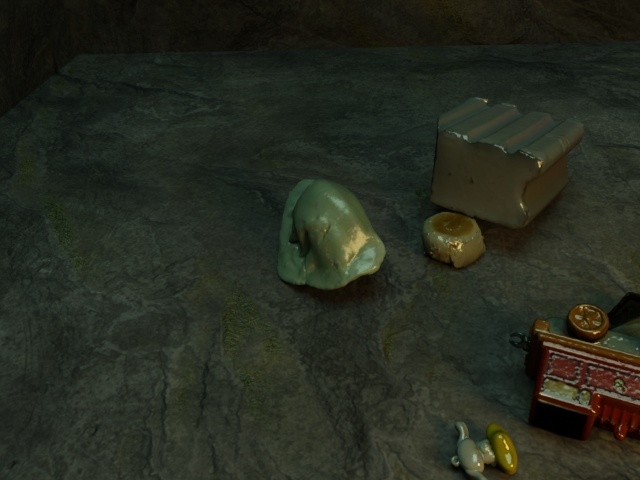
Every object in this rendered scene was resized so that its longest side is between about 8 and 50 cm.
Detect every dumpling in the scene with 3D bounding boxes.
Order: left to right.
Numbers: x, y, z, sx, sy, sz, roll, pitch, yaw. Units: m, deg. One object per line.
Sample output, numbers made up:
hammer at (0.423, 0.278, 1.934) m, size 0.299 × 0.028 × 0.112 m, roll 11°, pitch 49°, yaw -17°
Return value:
dumpling at (0.028, -0.010, 1.565) m, size 0.212 × 0.269 × 0.320 m, roll 12°, pitch 8°, yaw -14°

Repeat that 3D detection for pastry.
pastry at (0.336, -0.005, 1.599) m, size 0.166 × 0.088 × 0.165 m, roll -4°, pitch 38°, yaw 3°

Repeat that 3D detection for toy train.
toy train at (0.527, 0.258, 1.156) m, size 0.369 × 0.163 × 0.231 m, roll 13°, pitch 52°, yaw 23°

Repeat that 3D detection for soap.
soap at (0.488, -0.226, 1.713) m, size 0.351 × 0.212 × 0.435 m, roll 21°, pitch 30°, yaw 25°

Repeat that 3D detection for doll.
doll at (0.286, 0.378, 1.097) m, size 0.113 × 0.071 × 0.135 m, roll -1°, pitch 40°, yaw 19°

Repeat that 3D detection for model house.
model house at (0.683, 0.185, 1.303) m, size 0.165 × 0.106 × 0.152 m, roll 42°, pitch 34°, yaw 2°
